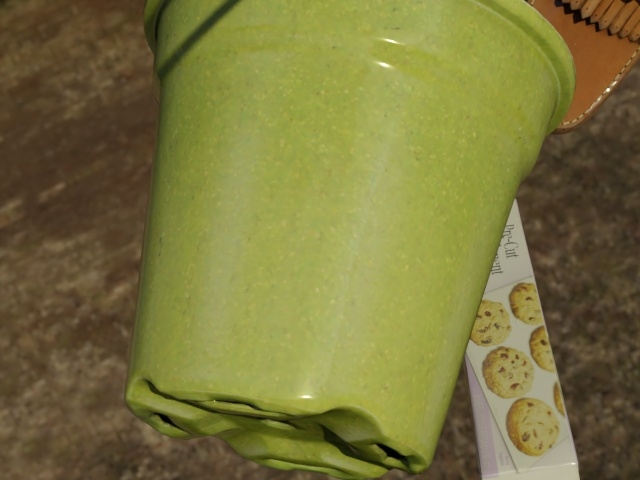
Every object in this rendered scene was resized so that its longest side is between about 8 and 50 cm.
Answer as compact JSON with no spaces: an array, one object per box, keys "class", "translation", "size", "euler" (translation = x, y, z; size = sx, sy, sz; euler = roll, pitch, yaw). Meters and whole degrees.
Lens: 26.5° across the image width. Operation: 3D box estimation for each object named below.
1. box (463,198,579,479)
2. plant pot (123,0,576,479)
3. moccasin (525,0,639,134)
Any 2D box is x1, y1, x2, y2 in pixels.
[{"class":"box","translation":[0.135,0.082,0.998],"size":[0.067,0.063,0.324],"euler":[-7,33,5]},{"class":"plant pot","translation":[0.000,0.000,0.812],"size":[0.276,0.276,0.253],"euler":[-9,62,44]},{"class":"moccasin","translation":[0.281,-0.258,1.134],"size":[0.380,0.139,0.147],"euler":[-53,7,9]}]
